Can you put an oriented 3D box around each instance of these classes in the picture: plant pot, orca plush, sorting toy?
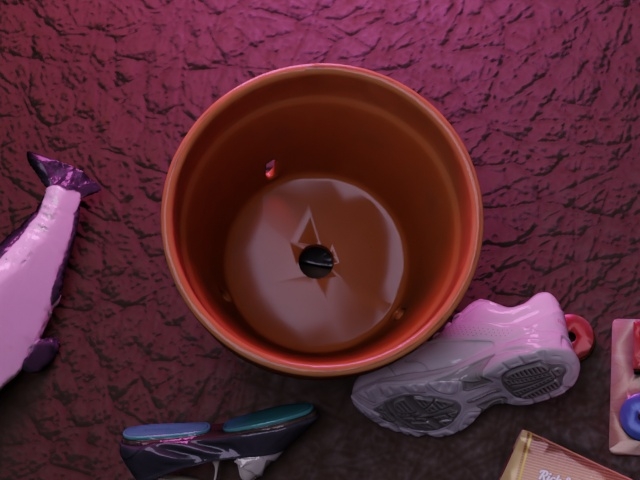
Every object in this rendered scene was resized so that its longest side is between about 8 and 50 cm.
[{"bbox_3d":[0.000,0.000,1.502,0.291,0.203,0.290,0,77,-1],"label":"plant pot"},{"bbox_3d":[-0.346,0.044,1.652,0.102,0.151,0.287,4,76,47],"label":"orca plush"},{"bbox_3d":[0.350,0.137,1.484,0.275,0.046,0.132,1,75,13],"label":"sorting toy"}]

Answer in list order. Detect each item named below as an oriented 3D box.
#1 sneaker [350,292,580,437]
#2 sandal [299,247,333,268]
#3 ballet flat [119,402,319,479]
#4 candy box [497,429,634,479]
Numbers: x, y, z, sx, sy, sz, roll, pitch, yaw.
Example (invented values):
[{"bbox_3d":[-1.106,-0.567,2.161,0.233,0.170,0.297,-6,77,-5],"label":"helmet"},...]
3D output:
[{"bbox_3d":[0.140,0.115,1.532,0.232,0.090,0.115,-16,42,19],"label":"sneaker"},{"bbox_3d":[-0.050,-0.006,1.623,0.179,0.040,0.067,4,77,14],"label":"sandal"},{"bbox_3d":[-0.098,0.208,1.566,0.203,0.074,0.074,-9,73,5],"label":"ballet flat"},{"bbox_3d":[0.289,0.322,1.424,0.316,0.087,0.183,24,82,18],"label":"candy box"}]
